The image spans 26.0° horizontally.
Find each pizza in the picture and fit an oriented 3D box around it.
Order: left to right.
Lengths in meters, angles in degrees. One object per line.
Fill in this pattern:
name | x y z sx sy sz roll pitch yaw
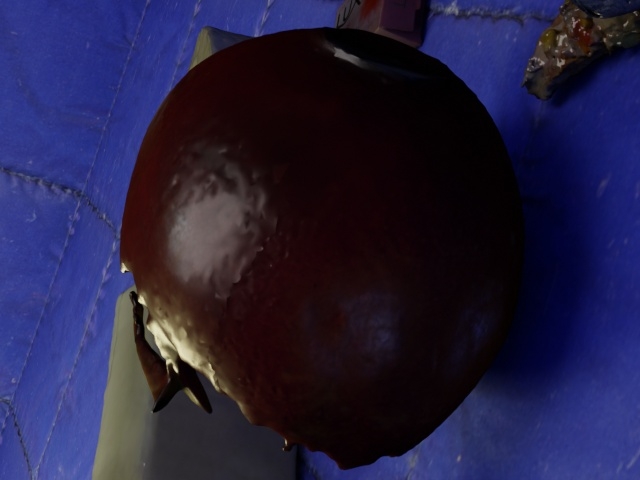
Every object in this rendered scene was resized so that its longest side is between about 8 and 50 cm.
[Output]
pizza | 0.226 -0.196 1.170 0.195 0.052 0.185 -56 24 34

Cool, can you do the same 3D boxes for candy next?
candy | -0.129 0.202 1.543 0.145 0.208 0.358 -42 34 44

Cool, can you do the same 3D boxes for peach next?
peach | 0.006 -0.020 1.183 0.406 0.335 0.310 -98 31 -62

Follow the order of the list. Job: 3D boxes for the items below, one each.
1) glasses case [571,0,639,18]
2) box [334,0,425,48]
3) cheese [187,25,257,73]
glasses case | 0.263 -0.296 1.087 0.109 0.067 0.282 -13 51 52
box | 0.066 -0.252 1.619 0.156 0.060 0.111 -38 38 56
cheese | -0.099 -0.089 1.723 0.292 0.153 0.332 -128 48 -70
